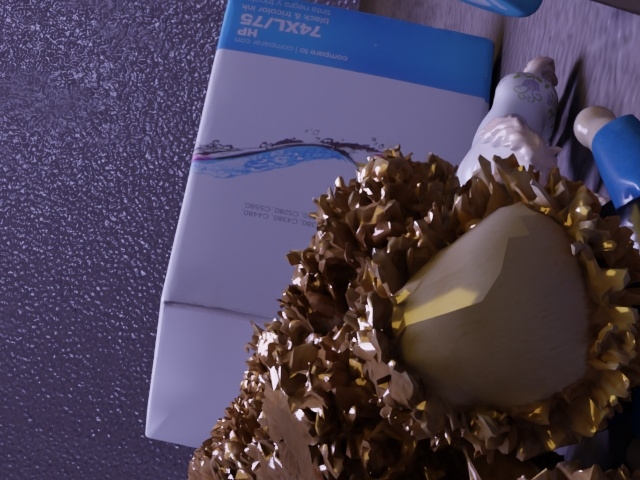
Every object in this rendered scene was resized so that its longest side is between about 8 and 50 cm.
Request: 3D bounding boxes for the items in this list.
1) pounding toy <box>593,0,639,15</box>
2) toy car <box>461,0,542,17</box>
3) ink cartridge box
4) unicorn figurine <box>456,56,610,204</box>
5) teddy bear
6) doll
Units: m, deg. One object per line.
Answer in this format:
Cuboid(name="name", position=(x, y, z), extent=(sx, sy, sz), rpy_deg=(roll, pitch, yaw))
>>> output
Cuboid(name="pounding toy", position=(0.128, -0.140, 0.350), extent=(0.206, 0.094, 0.181), rpy_deg=(-128, 54, -73))
Cuboid(name="toy car", position=(0.083, -0.225, 0.587), extent=(0.219, 0.210, 0.238), rpy_deg=(-67, 17, 3))
Cuboid(name="ink cartridge box", position=(0.000, 0.000, 1.021), extent=(0.198, 0.197, 0.270), rpy_deg=(105, 174, -54))
Cuboid(name="unicorn figurine", position=(0.096, -0.039, 0.725), extent=(0.162, 0.060, 0.111), rpy_deg=(-82, 5, -46))
Cuboid(name="teddy bear", position=(0.045, 0.088, 0.521), extent=(0.245, 0.113, 0.338), rpy_deg=(63, 157, 23))
Cuboid(name="doll", position=(0.104, 0.017, 0.485), extent=(0.189, 0.046, 0.129), rpy_deg=(119, 147, -74))
